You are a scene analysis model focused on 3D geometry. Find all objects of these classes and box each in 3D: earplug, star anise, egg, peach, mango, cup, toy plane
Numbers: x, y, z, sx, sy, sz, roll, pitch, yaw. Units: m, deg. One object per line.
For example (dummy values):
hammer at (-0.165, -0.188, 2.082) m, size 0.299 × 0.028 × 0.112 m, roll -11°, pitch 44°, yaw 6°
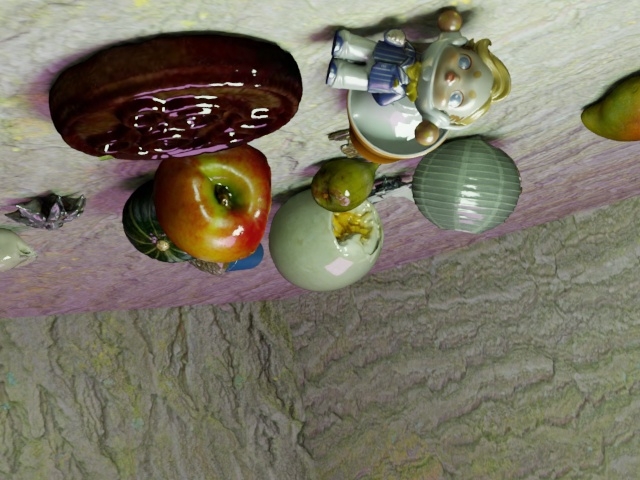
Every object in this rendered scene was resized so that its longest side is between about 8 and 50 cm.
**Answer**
earplug at (-0.258, 0.035, 2.681) m, size 0.132 × 0.132 × 0.273 m, roll -13°, pitch 173°, yaw 16°
star anise at (-0.605, -0.060, 1.929) m, size 0.181 × 0.061 × 0.204 m, roll -2°, pitch 168°, yaw -40°
egg at (0.000, 0.000, 2.287) m, size 0.278 × 0.278 × 0.336 m, roll -3°, pitch 167°, yaw -38°
peach at (-0.217, -0.083, 1.744) m, size 0.245 × 0.248 × 0.275 m, roll 27°, pitch 165°, yaw -5°
mango at (0.671, -0.276, 1.860) m, size 0.146 × 0.129 × 0.289 m, roll -6°, pitch 178°, yaw -4°
cup at (0.143, -0.232, 1.514) m, size 0.226 × 0.182 × 0.264 m, roll -41°, pitch 180°, yaw -5°
toy plane at (0.175, -0.136, 2.321) m, size 0.234 × 0.082 × 0.160 m, roll 0°, pitch -170°, yaw 41°

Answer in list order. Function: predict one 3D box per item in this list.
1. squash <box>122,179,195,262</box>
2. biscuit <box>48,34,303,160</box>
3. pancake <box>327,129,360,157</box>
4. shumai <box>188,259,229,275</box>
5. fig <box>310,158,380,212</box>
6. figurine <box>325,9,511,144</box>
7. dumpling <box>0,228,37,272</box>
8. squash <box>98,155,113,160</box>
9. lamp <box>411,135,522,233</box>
squash at (-0.331, -0.045, 1.937) m, size 0.218 × 0.218 × 0.172 m, roll -15°, pitch -153°, yaw 23°
biscuit at (-0.224, -0.210, 1.395) m, size 0.407 × 0.091 × 0.407 m, roll -11°, pitch 170°, yaw -2°
pancake at (0.081, -0.213, 1.903) m, size 0.184 × 0.020 × 0.190 m, roll -7°, pitch 169°, yaw -24°
shumai at (-0.299, -0.017, 2.289) m, size 0.161 × 0.209 × 0.153 m, roll -38°, pitch -173°, yaw 41°
fig at (0.061, -0.154, 2.049) m, size 0.126 × 0.185 × 0.133 m, roll 39°, pitch 151°, yaw -20°
figurine at (0.145, -0.242, 1.330) m, size 0.274 × 0.194 × 0.133 m, roll -11°, pitch -174°, yaw -5°
dumpling at (-0.795, 0.028, 2.110) m, size 0.199 × 0.118 × 0.136 m, roll 24°, pitch 149°, yaw -34°
squash at (-0.378, -0.171, 1.632) m, size 0.083 × 0.027 × 0.027 m, roll -11°, pitch 170°, yaw 10°
lamp at (0.349, -0.133, 2.058) m, size 0.265 × 0.233 × 0.233 m, roll 10°, pitch 172°, yaw 6°
